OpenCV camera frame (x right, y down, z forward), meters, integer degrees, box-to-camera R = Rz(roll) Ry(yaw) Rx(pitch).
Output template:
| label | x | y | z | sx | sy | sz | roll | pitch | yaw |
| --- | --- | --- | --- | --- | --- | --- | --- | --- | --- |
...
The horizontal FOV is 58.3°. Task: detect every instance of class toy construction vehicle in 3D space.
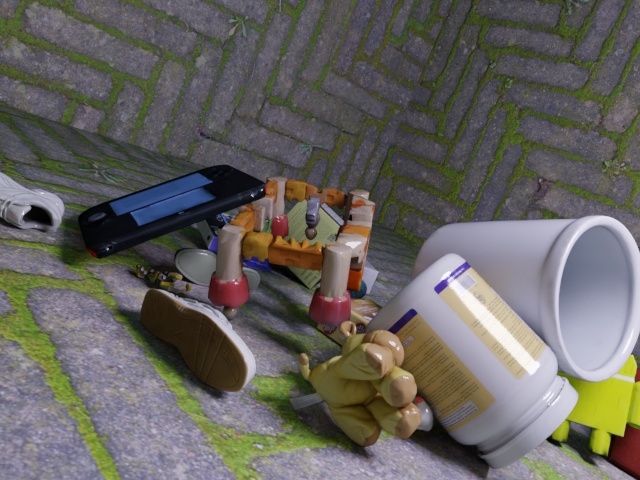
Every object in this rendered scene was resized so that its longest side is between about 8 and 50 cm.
| label | x | y | z | sx | sy | sz | roll | pitch | yaw |
| --- | --- | --- | --- | --- | --- | --- | --- | --- | --- |
| toy construction vehicle | -0.334 | 0.084 | 1.219 | 0.098 | 0.035 | 0.086 | 17 | 0 | -45 |

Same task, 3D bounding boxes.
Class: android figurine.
| label | x | y | z | sx | sy | sz | roll | pitch | yaw |
| --- | --- | --- | --- | --- | --- | --- | --- | --- | --- |
| android figurine | 0.596 | 0.324 | 1.274 | 0.248 | 0.273 | 0.056 | 14 | -10 | 25 |

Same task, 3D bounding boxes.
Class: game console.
| label | x | y | z | sx | sy | sz | roll | pitch | yaw |
| --- | --- | --- | --- | --- | --- | --- | --- | --- | --- |
| game console | -0.345 | -0.082 | 1.302 | 0.386 | 0.060 | 0.342 | -23 | 19 | -19 |

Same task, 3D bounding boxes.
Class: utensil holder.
| label | x | y | z | sx | sy | sz | roll | pitch | yaw |
| --- | --- | --- | --- | --- | --- | --- | --- | --- | --- |
| utensil holder | 0.441 | 0.107 | 1.269 | 0.327 | 0.328 | 0.385 | 16 | -7 | -35 |

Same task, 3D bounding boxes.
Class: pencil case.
| label | x | y | z | sx | sy | sz | roll | pitch | yaw |
| --- | --- | --- | --- | --- | --- | --- | --- | --- | --- |
| pencil case | 0.094 | 0.151 | 1.710 | 0.070 | 0.064 | 0.151 | 50 | 14 | 8 |

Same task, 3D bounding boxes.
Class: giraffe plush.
| label | x | y | z | sx | sy | sz | roll | pitch | yaw |
| --- | --- | --- | --- | --- | --- | --- | --- | --- | --- |
| giraffe plush | 0.076 | 0.216 | 0.950 | 0.210 | 0.181 | 0.170 | -5 | 18 | 29 |

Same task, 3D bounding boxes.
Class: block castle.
| label | x | y | z | sx | sy | sz | roll | pitch | yaw |
| --- | --- | --- | --- | --- | --- | --- | --- | --- | --- |
| block castle | -0.045 | 0.024 | 1.310 | 0.303 | 0.213 | 0.453 | 9 | 23 | 6 |

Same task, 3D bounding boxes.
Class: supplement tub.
| label | x | y | z | sx | sy | sz | roll | pitch | yaw |
| --- | --- | --- | --- | --- | --- | --- | --- | --- | --- |
| supplement tub | 0.270 | 0.214 | 1.053 | 0.331 | 0.241 | 0.241 | 49 | 17 | 13 |

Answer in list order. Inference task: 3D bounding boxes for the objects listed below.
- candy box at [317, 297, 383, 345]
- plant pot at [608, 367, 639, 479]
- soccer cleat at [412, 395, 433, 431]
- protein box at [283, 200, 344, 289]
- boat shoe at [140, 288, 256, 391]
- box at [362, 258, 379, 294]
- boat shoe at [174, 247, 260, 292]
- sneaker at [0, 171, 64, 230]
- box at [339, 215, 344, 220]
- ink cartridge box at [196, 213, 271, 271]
| label | x | y | z | sx | sy | sz | roll | pitch | yaw |
| --- | --- | --- | --- | --- | --- | --- | --- | --- | --- |
| candy box | 0.168 | 0.241 | 1.328 | 0.316 | 0.088 | 0.183 | 31 | 13 | 36 |
| plant pot | 0.800 | 0.432 | 1.324 | 0.235 | 0.267 | 0.267 | 12 | 6 | 19 |
| soccer cleat | 0.115 | 0.293 | 1.043 | 0.196 | 0.068 | 0.076 | 16 | -37 | 39 |
| protein box | -0.021 | -0.001 | 1.717 | 0.201 | 0.200 | 0.136 | 44 | 13 | 6 |
| boat shoe | -0.188 | 0.155 | 0.960 | 0.277 | 0.098 | 0.096 | 29 | 12 | 37 |
| box | 0.075 | 0.077 | 1.997 | 0.169 | 0.087 | 0.290 | 20 | 10 | -16 |
| boat shoe | -0.252 | 0.066 | 1.360 | 0.227 | 0.081 | 0.068 | 24 | 5 | -38 |
| sneaker | -0.653 | -0.079 | 1.202 | 0.232 | 0.090 | 0.115 | 15 | 16 | -33 |
| box | -0.042 | -0.027 | 1.976 | 0.295 | 0.073 | 0.293 | 1 | 13 | 5 |
| ink cartridge box | -0.249 | -0.004 | 1.674 | 0.206 | 0.045 | 0.208 | 14 | 31 | -40 |
